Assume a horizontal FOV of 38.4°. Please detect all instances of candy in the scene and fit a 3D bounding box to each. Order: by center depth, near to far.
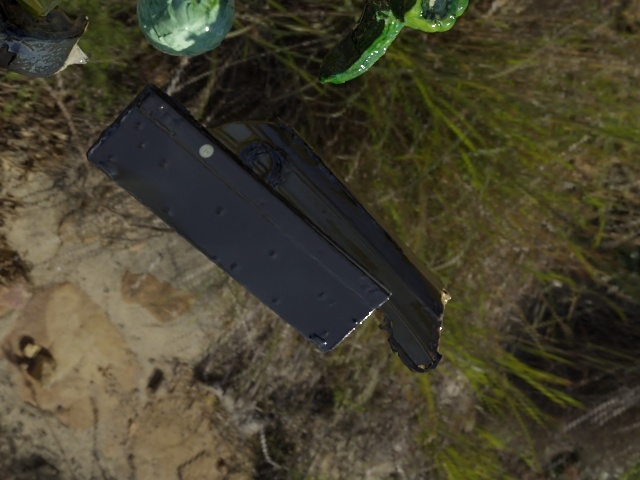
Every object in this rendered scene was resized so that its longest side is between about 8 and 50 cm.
[{"bbox_3d":[-0.049,-0.333,1.106,0.119,0.440,0.119,27,56,-48],"label":"candy"}]

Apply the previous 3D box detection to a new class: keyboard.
[{"bbox_3d":[-0.053,-0.011,0.644,0.231,0.023,0.072,41,105,-20],"label":"keyboard"}]

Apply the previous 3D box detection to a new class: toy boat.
[{"bbox_3d":[0.000,0.000,1.241,0.162,0.445,0.136,-43,177,10],"label":"toy boat"}]

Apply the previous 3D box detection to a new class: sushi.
[{"bbox_3d":[-0.402,-0.257,1.145,0.134,0.109,0.273,-39,136,22],"label":"sushi"}]

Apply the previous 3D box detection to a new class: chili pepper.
[{"bbox_3d":[0.050,-0.162,0.655,0.050,0.182,0.073,17,78,-15],"label":"chili pepper"}]

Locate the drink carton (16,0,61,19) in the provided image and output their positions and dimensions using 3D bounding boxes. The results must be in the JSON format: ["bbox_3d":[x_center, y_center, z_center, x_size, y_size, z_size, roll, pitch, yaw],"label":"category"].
[{"bbox_3d":[-0.367,-0.352,1.048,0.084,0.074,0.200,-47,116,-10],"label":"drink carton"}]
